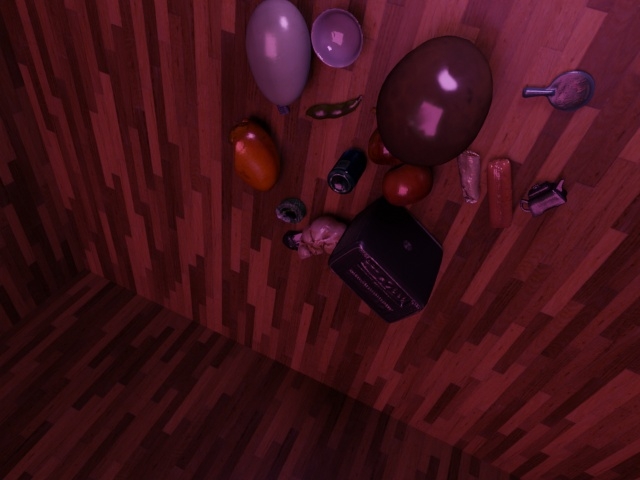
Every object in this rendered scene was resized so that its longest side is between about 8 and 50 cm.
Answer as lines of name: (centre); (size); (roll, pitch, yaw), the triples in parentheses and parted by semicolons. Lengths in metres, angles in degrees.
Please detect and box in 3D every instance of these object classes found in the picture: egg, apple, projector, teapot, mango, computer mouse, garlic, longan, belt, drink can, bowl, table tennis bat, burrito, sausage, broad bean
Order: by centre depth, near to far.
table tennis bat: (0.744, -0.467, 1.335); (0.201, 0.033, 0.124); (5, 127, 19)
longan: (0.351, -0.428, 1.344); (0.337, 0.404, 0.404); (20, 134, -4)
bowl: (0.069, -0.707, 1.469); (0.189, 0.086, 0.188); (14, 131, 16)
teapot: (0.795, -0.161, 1.522); (0.096, 0.087, 0.177); (48, 133, -8)
egg: (-0.148, -0.662, 1.525); (0.230, 0.229, 0.370); (17, 138, 16)
sausage: (0.667, -0.169, 1.584); (0.086, 0.086, 0.288); (1, 128, 28)
burrito: (0.560, -0.242, 1.599); (0.087, 0.060, 0.225); (5, 128, 31)
apple: (0.335, -0.227, 1.651); (0.201, 0.201, 0.162); (-9, 108, 34)
broad bean: (0.050, -0.511, 1.669); (0.255, 0.046, 0.065); (-3, 118, 29)
drink can: (0.111, -0.281, 1.714); (0.118, 0.204, 0.118); (16, 134, 17)
projector: (0.277, 0.075, 1.774); (0.395, 0.405, 0.242); (45, 134, -11)
mango: (-0.288, -0.355, 1.888); (0.199, 0.201, 0.349); (18, 144, 39)
garlic: (0.000, -0.016, 1.999); (0.281, 0.203, 0.184); (-11, 102, 31)
belt: (-0.148, -0.138, 2.063); (0.152, 0.079, 0.121); (6, 129, 26)
computer mouse: (-0.122, 0.005, 2.179); (0.193, 0.062, 0.105); (-2, 125, 32)

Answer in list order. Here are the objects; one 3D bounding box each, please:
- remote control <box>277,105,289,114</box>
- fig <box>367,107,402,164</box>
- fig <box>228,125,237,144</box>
remote control: (-0.172, -0.591, 1.740); (0.044, 0.027, 0.152); (-6, 125, 25)
fig: (0.258, -0.386, 1.590); (0.175, 0.175, 0.207); (8, 110, 24)
fig: (-0.382, -0.473, 1.923); (0.074, 0.074, 0.087); (5, 112, 26)
